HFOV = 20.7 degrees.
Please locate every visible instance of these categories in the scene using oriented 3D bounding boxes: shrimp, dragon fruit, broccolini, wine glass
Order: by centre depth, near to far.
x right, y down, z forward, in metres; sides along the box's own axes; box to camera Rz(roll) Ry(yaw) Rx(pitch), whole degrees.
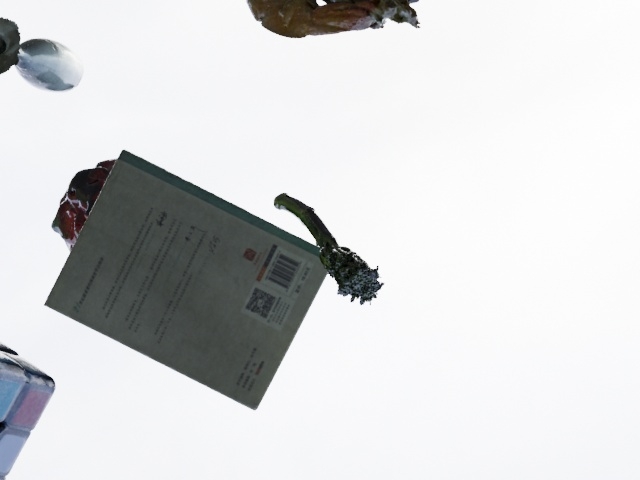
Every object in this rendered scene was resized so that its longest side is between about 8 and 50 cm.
[{"bbox_3d":[0.013,-0.244,1.762,0.217,0.051,0.115,24,-94,30],"label":"shrimp"},{"bbox_3d":[-0.309,-0.191,1.867,0.066,0.066,0.198,-4,176,12],"label":"wine glass"},{"bbox_3d":[0.000,0.000,1.951,0.054,0.051,0.239,-38,-142,-3],"label":"broccolini"},{"bbox_3d":[-0.253,-0.023,2.257,0.182,0.188,0.182,17,-128,-23],"label":"dragon fruit"}]

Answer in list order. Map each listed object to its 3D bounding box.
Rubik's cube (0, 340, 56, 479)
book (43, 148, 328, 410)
[{"bbox_3d":[-0.497,0.179,1.749,0.293,0.292,0.287,29,-89,26],"label":"Rubik's cube"},{"bbox_3d":[-0.153,0.047,2.046,0.283,0.214,0.025,28,-177,2],"label":"book"}]
